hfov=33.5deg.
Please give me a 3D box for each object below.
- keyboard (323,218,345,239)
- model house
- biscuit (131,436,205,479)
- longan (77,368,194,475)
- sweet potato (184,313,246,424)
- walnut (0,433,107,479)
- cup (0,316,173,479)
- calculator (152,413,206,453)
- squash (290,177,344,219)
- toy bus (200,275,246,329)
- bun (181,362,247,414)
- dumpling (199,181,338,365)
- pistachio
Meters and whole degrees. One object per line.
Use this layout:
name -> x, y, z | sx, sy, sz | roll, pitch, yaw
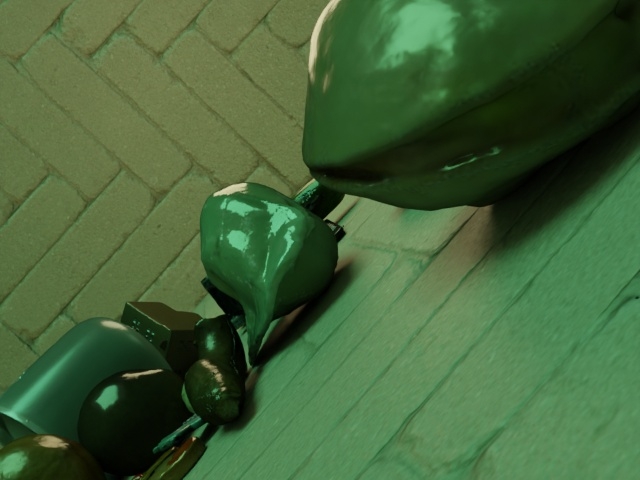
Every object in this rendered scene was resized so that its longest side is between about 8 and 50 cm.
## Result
keyboard -> 0.000, 0.000, 2.047 | 0.101, 0.018, 0.310 | -48, 6, 0
model house -> -0.338, 0.272, 2.232 | 0.176, 0.181, 0.248 | 7, -75, -48
biscuit -> -0.250, 0.350, 1.493 | 0.165, 0.036, 0.250 | -50, 6, -29
longan -> -0.289, 0.279, 1.664 | 0.187, 0.167, 0.167 | -24, 0, -15
sweet potato -> -0.146, 0.186, 1.458 | 0.286, 0.085, 0.112 | -105, 15, -77
walnut -> -0.433, 0.415, 1.591 | 0.298, 0.203, 0.203 | -51, 4, 28
cup -> -0.422, 0.334, 1.994 | 0.274, 0.259, 0.356 | -50, -25, -31
calculator -> -0.184, 0.263, 1.504 | 0.094, 0.019, 0.141 | -33, -1, 31
squash -> -0.068, -0.019, 2.174 | 0.331, 0.087, 0.087 | -49, 5, 23
toy bus -> -0.128, 0.081, 1.979 | 0.123, 0.121, 0.335 | -36, 2, -21
bun -> -0.167, 0.212, 1.625 | 0.115, 0.069, 0.115 | -46, 8, 8
dumpling -> -0.071, 0.030, 1.623 | 0.212, 0.270, 0.320 | -24, -13, 12
pistachio -> 0.148, -0.168, 1.051 | 0.365, 0.281, 0.445 | -40, 17, -19
